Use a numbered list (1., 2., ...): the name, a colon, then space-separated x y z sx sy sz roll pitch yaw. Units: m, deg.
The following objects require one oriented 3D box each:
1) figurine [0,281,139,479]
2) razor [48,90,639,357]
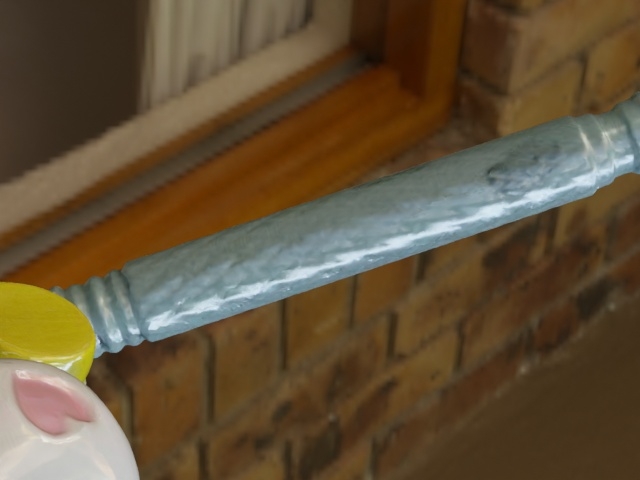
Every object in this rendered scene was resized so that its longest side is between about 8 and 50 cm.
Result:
1. figurine: -0.067 0.080 0.414 0.109 0.129 0.178 -27 -158 -27
2. razor: 0.000 0.000 0.544 0.232 0.106 0.068 -18 -126 -3
